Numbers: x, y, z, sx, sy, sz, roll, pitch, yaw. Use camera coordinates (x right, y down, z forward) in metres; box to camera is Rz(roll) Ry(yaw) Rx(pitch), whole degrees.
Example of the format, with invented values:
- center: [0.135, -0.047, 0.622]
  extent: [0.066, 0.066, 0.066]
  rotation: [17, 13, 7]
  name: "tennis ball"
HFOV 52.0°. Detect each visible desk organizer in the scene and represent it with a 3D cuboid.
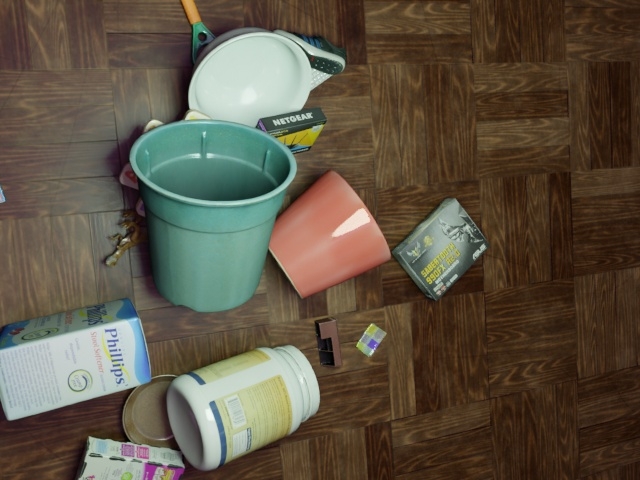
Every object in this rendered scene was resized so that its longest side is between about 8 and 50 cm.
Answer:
- center: [0.022, 0.275, 1.765]
  extent: [0.050, 0.047, 0.130]
  rotation: [-10, 98, -17]
  name: "desk organizer"

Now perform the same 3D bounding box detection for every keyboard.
- center: [-0.074, -0.398, 1.693]
  extent: [0.256, 0.014, 0.072]
  rotation: [-38, 106, -14]
  name: "keyboard"

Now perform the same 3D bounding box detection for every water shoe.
- center: [-0.030, -0.491, 1.680]
  extent: [0.203, 0.073, 0.080]
  rotation: [23, 52, -10]
  name: "water shoe"

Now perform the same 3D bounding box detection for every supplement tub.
- center: [-0.183, 0.391, 1.579]
  extent: [0.316, 0.228, 0.228]
  rotation: [-15, 99, -34]
  name: "supplement tub"

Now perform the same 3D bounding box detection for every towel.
- center: [0.141, 0.277, 1.829]
  extent: [0.060, 0.009, 0.083]
  rotation: [41, 80, -19]
  name: "towel"

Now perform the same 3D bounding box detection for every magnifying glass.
- center: [-0.292, -0.505, 1.597]
  extent: [0.092, 0.026, 0.230]
  rotation: [-25, 102, -17]
  name: "magnifying glass"

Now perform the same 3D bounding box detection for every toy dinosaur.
- center: [-0.433, -0.018, 1.574]
  extent: [0.212, 0.064, 0.112]
  rotation: [-31, 135, -20]
  name: "toy dinosaur"

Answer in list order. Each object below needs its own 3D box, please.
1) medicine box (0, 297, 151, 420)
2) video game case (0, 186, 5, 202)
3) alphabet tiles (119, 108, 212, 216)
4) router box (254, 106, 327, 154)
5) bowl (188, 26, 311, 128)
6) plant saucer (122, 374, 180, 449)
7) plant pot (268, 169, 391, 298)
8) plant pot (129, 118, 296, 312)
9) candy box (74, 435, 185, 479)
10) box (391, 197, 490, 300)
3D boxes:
- center: [-0.538, 0.245, 1.434]
  extent: [0.290, 0.263, 0.149]
  rotation: [-13, 99, -19]
  name: "medicine box"
- center: [-0.799, -0.119, 1.441]
  extent: [0.166, 0.015, 0.119]
  rotation: [-19, 101, -18]
  name: "video game case"
- center: [-0.314, -0.163, 1.550]
  extent: [0.278, 0.021, 0.284]
  rotation: [22, 108, -37]
  name: "alphabet tiles"
- center: [-0.087, -0.259, 1.616]
  extent: [0.179, 0.133, 0.046]
  rotation: [-19, 70, -31]
  name: "router box"
- center: [-0.181, -0.390, 1.553]
  extent: [0.298, 0.134, 0.297]
  rotation: [-17, 142, -14]
  name: "bowl"
- center: [-0.389, 0.426, 1.627]
  extent: [0.199, 0.036, 0.198]
  rotation: [-2, 96, -21]
  name: "plant saucer"
- center: [0.000, 0.000, 1.637]
  extent: [0.243, 0.275, 0.274]
  rotation: [-34, 105, -5]
  name: "plant pot"
- center: [-0.246, -0.043, 1.458]
  extent: [0.341, 0.341, 0.334]
  rotation: [-4, 129, -20]
  name: "plant pot"
- center: [-0.462, 0.570, 1.573]
  extent: [0.234, 0.071, 0.159]
  rotation: [17, 105, -22]
  name: "candy box"
- center: [0.337, 0.023, 1.827]
  extent: [0.231, 0.056, 0.183]
  rotation: [-43, 107, -13]
  name: "box"
